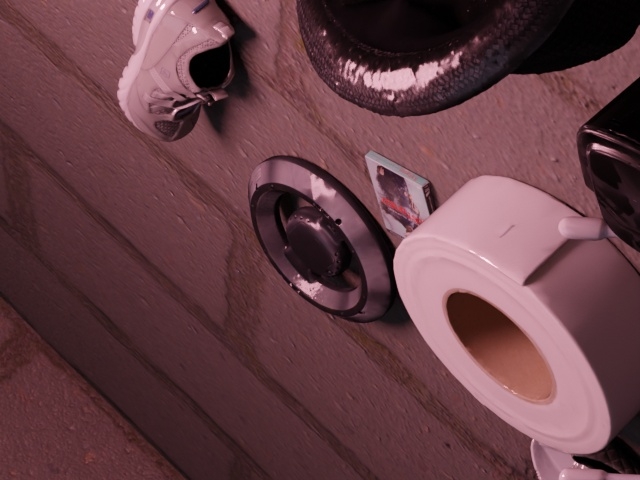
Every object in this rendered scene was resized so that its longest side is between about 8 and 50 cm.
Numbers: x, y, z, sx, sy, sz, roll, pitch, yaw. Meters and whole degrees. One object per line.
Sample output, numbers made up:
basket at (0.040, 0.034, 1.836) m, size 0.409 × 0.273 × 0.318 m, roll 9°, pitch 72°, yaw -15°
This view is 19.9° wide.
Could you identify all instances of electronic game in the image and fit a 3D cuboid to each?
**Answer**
electronic game at (0.000, 0.000, 2.131) m, size 0.229 × 0.048 × 0.229 m, roll 35°, pitch 147°, yaw 26°

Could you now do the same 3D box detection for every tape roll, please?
tape roll at (0.206, 0.074, 1.796) m, size 0.286 × 0.100 × 0.286 m, roll 41°, pitch 158°, yaw 21°

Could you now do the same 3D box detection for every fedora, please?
fedora at (0.131, -0.214, 1.311) m, size 0.152 × 0.334 × 0.334 m, roll 22°, pitch 176°, yaw -36°

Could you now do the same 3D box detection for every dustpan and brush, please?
dustpan and brush at (0.313, 0.323, 2.068) m, size 0.147 × 0.060 × 0.211 m, roll 9°, pitch 136°, yaw 58°

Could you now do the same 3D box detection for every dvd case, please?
dvd case at (0.093, -0.035, 1.943) m, size 0.087 × 0.013 × 0.119 m, roll 31°, pitch 154°, yaw 37°

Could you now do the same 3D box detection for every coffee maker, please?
coffee maker at (0.267, -0.095, 1.279) m, size 0.120 × 0.178 × 0.171 m, roll 9°, pitch 136°, yaw 57°

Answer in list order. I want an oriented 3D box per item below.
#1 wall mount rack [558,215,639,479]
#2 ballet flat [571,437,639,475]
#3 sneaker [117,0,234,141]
wall mount rack at (0.321, 0.097, 1.346) m, size 0.304 × 0.130 × 0.350 m, roll 8°, pitch 100°, yaw 56°
ballet flat at (0.339, 0.270, 1.943) m, size 0.173 × 0.049 × 0.057 m, roll 43°, pitch 159°, yaw 13°
sneaker at (-0.154, -0.180, 2.040) m, size 0.115 × 0.105 × 0.281 m, roll 42°, pitch 158°, yaw 15°
